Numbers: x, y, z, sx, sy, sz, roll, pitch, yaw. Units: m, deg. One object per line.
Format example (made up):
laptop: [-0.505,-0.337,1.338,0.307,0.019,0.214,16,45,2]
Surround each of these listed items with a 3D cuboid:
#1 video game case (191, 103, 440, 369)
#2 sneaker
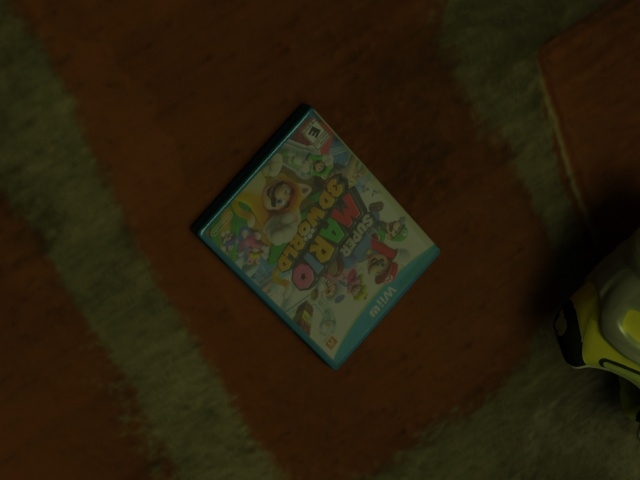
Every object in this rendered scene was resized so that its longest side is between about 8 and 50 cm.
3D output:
video game case: [0.000,0.000,1.308,0.119,0.015,0.166,-49,125,-7]
sneaker: [0.322,0.108,1.492,0.147,0.145,0.384,-32,130,19]
